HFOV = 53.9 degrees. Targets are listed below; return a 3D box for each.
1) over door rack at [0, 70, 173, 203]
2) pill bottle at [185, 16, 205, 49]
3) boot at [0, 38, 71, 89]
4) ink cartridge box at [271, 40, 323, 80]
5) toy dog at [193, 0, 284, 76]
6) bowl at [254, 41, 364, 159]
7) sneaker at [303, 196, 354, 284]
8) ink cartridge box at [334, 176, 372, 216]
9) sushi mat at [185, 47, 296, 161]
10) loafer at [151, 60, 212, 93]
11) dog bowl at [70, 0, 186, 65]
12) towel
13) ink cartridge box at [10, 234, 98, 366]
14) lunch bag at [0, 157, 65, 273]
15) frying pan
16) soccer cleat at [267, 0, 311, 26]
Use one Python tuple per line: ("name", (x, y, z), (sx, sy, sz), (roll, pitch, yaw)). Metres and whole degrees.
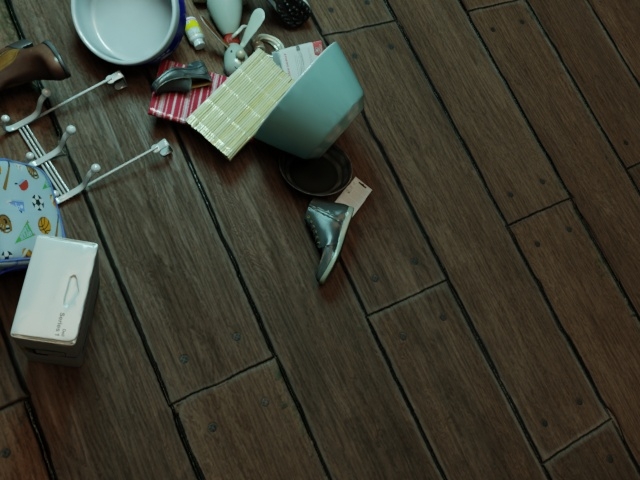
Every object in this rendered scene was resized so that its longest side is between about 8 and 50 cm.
("over door rack", (-0.553, -0.262, 1.506), (0.324, 0.108, 0.240), (-32, 84, -25))
("pill bottle", (-0.344, -0.564, 1.717), (0.043, 0.043, 0.083), (-21, 79, -23))
("boot", (-0.736, -0.357, 1.427), (0.264, 0.096, 0.280), (27, 58, 32))
("ink cartridge box", (-0.058, -0.494, 1.756), (0.135, 0.056, 0.099), (-20, 112, -23))
("toy dog", (-0.239, -0.624, 1.707), (0.220, 0.161, 0.334), (-31, 83, -25))
("bowl", (-0.006, -0.325, 1.581), (0.163, 0.311, 0.312), (41, 64, -6))
("sneaker", (0.000, 0.000, 1.619), (0.118, 0.083, 0.222), (17, 69, 5))
("ink cartridge box", (0.084, -0.112, 1.703), (0.063, 0.029, 0.115), (39, 63, -1))
("sushi mat", (-0.194, -0.358, 1.629), (0.151, 0.019, 0.317), (39, 64, -4))
("loafer", (-0.346, -0.402, 1.589), (0.170, 0.062, 0.061), (-34, 82, -34))
("dog bowl", (-0.474, -0.570, 1.569), (0.264, 0.104, 0.265), (1, 101, 4))
("towel", (-0.295, -0.362, 1.641), (0.274, 0.031, 0.199), (13, 55, -16))
("ink cartridge box", (-0.527, 0.132, 1.278), (0.117, 0.278, 0.202), (11, 68, -15))
("lunch bag", (-0.663, -0.043, 1.284), (0.114, 0.303, 0.243), (-14, 88, 16))
("frying pan", (-0.035, -0.245, 1.701), (0.197, 0.053, 0.326), (-11, 60, -19))
("soccer cleat", (-0.135, -0.721, 1.729), (0.108, 0.318, 0.116), (-31, 61, 16))
